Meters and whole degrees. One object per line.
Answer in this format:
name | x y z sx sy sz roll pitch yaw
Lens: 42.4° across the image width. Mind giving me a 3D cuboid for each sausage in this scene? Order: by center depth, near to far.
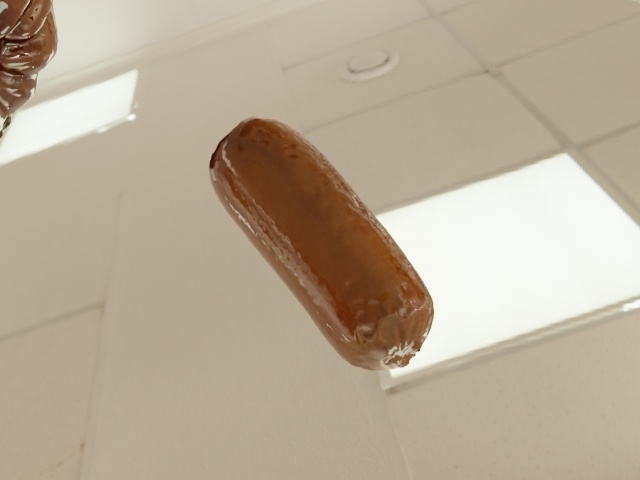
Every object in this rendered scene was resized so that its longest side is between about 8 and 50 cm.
sausage | 0.000 0.000 0.540 0.076 0.076 0.197 -31 -112 -18

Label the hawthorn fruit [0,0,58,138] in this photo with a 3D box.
hawthorn fruit | -0.521 -0.272 0.943 0.402 0.403 0.403 -15 -149 9
